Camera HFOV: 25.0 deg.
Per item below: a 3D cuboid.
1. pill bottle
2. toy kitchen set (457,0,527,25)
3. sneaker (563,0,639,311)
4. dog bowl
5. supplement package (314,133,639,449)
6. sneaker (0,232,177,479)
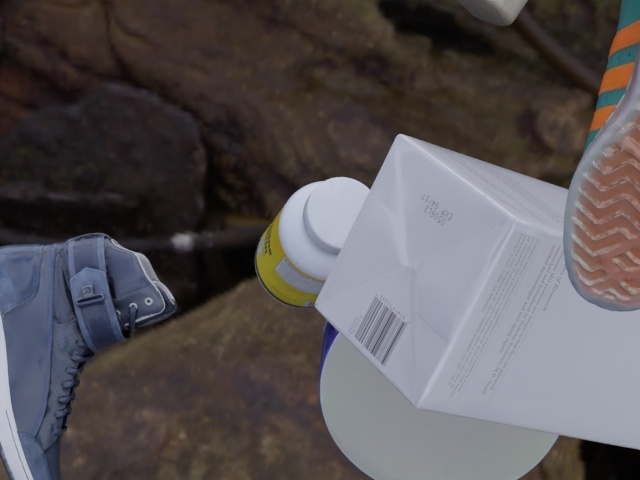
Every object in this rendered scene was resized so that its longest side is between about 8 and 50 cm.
[{"bbox_3d":[0.000,0.000,1.469,0.103,0.184,0.103,5,71,-14],"label":"pill bottle"},{"bbox_3d":[0.006,-0.190,0.519,0.207,0.122,0.166,36,4,42],"label":"toy kitchen set"},{"bbox_3d":[0.241,-0.100,0.969,0.108,0.302,0.121,17,26,9],"label":"sneaker"},{"bbox_3d":[0.130,0.137,1.527,0.264,0.265,0.104,16,24,-3],"label":"dog bowl"},{"bbox_3d":[0.180,0.051,1.247,0.293,0.175,0.177,15,17,-37],"label":"supplement package"},{"bbox_3d":[-0.194,0.105,1.199,0.163,0.086,0.226,-10,90,-5],"label":"sneaker"}]
